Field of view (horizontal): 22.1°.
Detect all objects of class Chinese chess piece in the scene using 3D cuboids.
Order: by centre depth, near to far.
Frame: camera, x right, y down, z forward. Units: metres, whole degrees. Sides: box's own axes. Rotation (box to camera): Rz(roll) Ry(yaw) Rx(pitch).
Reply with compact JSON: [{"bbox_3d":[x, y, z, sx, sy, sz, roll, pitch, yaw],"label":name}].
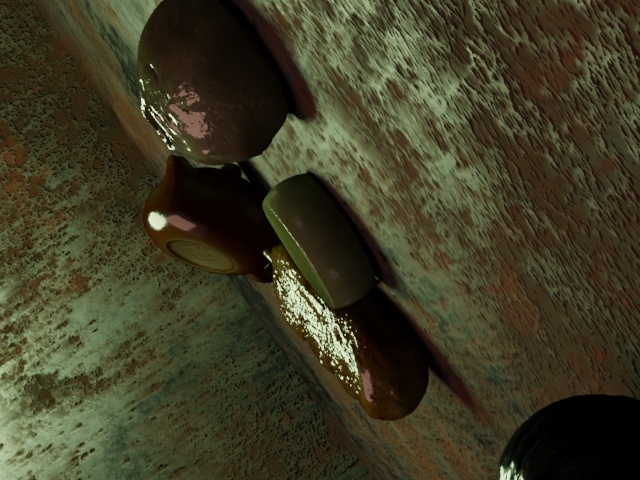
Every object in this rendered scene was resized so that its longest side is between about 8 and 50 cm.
[{"bbox_3d":[0.000,0.000,1.656,0.144,0.058,0.144,55,173,11],"label":"Chinese chess piece"}]

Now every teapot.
[{"bbox_3d":[-0.119,-0.028,2.099,0.178,0.135,0.252,6,159,41],"label":"teapot"}]

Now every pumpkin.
[{"bbox_3d":[0.186,0.184,0.978,0.202,0.140,0.202,51,174,7],"label":"pumpkin"}]

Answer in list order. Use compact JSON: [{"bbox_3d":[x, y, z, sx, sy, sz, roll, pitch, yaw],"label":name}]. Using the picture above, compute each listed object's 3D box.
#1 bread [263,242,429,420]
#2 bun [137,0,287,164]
[{"bbox_3d":[0.018,0.080,1.807,0.344,0.084,0.124,-135,34,-53],"label":"bread"},{"bbox_3d":[-0.107,-0.137,1.488,0.166,0.113,0.173,47,167,47],"label":"bun"}]
